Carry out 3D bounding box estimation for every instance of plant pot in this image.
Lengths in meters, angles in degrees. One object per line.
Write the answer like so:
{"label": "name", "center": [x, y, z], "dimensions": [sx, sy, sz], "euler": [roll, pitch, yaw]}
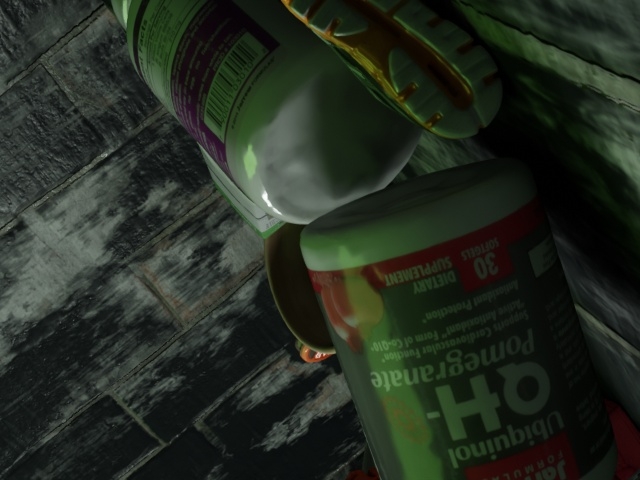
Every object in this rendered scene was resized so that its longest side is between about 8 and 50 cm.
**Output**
{"label": "plant pot", "center": [0.034, 0.017, 1.276], "dimensions": [0.237, 0.110, 0.237], "euler": [18, 112, 55]}

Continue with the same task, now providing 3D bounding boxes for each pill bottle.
{"label": "pill bottle", "center": [0.114, 0.113, 0.754], "dimensions": [0.176, 0.176, 0.318], "euler": [-157, 47, -78]}
{"label": "pill bottle", "center": [-0.060, -0.159, 0.859], "dimensions": [0.301, 0.169, 0.169], "euler": [47, 173, 39]}

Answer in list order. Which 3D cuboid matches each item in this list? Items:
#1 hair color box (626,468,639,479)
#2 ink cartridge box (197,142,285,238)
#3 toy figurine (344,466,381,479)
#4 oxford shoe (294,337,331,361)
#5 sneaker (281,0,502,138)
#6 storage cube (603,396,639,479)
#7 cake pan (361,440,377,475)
{"label": "hair color box", "center": [0.323, 0.246, 0.697], "dimensions": [0.185, 0.113, 0.374], "euler": [50, 175, 9]}
{"label": "ink cartridge box", "center": [-0.033, -0.097, 1.067], "dimensions": [0.092, 0.160, 0.219], "euler": [49, 175, 6]}
{"label": "toy figurine", "center": [0.064, 0.350, 0.965], "dimensions": [0.148, 0.209, 0.213], "euler": [33, 163, 53]}
{"label": "oxford shoe", "center": [0.011, 0.085, 1.471], "dimensions": [0.098, 0.097, 0.271], "euler": [28, -150, 11]}
{"label": "sneaker", "center": [0.029, -0.151, 0.676], "dimensions": [0.215, 0.084, 0.083], "euler": [51, 179, -6]}
{"label": "storage cube", "center": [0.246, 0.276, 1.075], "dimensions": [0.183, 0.193, 0.215], "euler": [53, 173, -13]}
{"label": "cake pan", "center": [0.103, 0.139, 1.115], "dimensions": [0.054, 0.293, 0.293], "euler": [14, 172, 0]}
